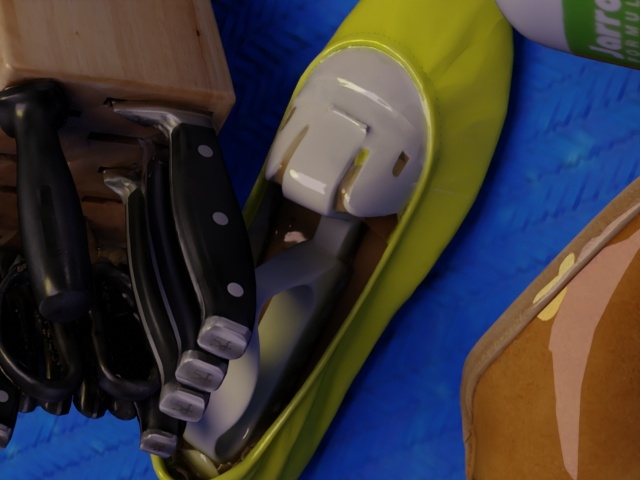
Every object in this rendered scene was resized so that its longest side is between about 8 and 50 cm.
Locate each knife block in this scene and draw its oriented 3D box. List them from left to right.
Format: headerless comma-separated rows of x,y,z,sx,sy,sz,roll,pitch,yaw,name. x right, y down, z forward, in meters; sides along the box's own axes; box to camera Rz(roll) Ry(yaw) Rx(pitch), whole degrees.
-0.087,-0.067,0.695,0.242,0.088,0.275,13,95,61,knife block

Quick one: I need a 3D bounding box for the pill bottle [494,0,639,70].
0.128,-0.110,0.551,0.246,0.136,0.136,15,97,17,pill bottle

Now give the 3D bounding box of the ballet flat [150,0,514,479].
0.000,0.000,0.699,0.077,0.077,0.231,32,105,22,ballet flat

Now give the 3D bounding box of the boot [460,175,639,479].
0.124,0.120,0.614,0.211,0.104,0.295,42,108,18,boot
